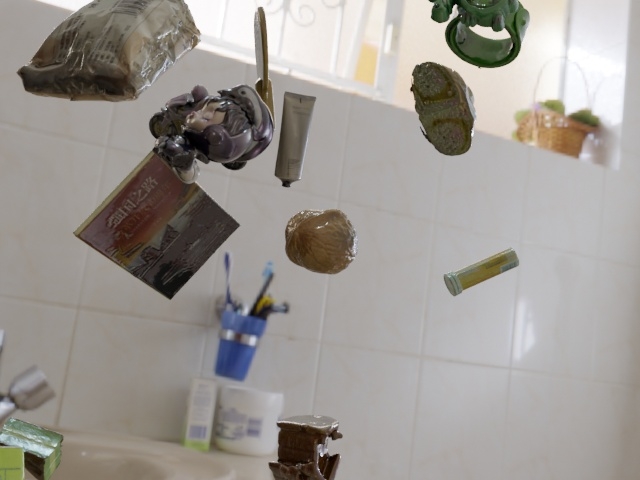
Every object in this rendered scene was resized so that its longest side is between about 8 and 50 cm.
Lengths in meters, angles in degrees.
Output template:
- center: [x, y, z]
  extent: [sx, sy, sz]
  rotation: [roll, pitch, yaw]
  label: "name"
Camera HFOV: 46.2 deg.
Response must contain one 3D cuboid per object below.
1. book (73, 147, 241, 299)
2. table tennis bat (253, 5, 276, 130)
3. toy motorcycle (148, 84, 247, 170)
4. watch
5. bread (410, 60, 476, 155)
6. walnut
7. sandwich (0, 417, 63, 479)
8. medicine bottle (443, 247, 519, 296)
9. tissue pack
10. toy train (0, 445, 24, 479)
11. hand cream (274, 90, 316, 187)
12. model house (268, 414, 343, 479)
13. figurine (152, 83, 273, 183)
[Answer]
- center: [-0.364, -0.028, 1.748]
  extent: [0.028, 0.262, 0.374]
  rotation: [41, -5, 34]
  label: "book"
- center: [-0.144, -0.428, 1.907]
  extent: [0.050, 0.321, 0.198]
  rotation: [-4, 21, -9]
  label: "table tennis bat"
- center: [-0.243, -0.242, 1.549]
  extent: [0.225, 0.152, 0.073]
  rotation: [23, 29, 4]
  label: "toy motorcycle"
- center: [0.269, -0.378, 1.280]
  extent: [0.165, 0.131, 0.152]
  rotation: [11, -26, 21]
  label: "watch"
- center: [0.353, -0.377, 2.046]
  extent: [0.158, 0.156, 0.260]
  rotation: [-7, -50, 36]
  label: "bread"
- center: [0.000, 0.000, 1.105]
  extent: [0.105, 0.105, 0.124]
  rotation: [1, -11, 33]
  label: "walnut"
- center: [-0.576, 0.412, 1.474]
  extent: [0.116, 0.074, 0.074]
  rotation: [18, 31, 4]
  label: "sandwich"
- center: [0.475, 0.091, 2.212]
  extent: [0.218, 0.074, 0.074]
  rotation: [-22, -6, -9]
  label: "medicine bottle"
- center: [-0.540, -0.501, 1.947]
  extent: [0.390, 0.375, 0.195]
  rotation: [11, -41, 25]
  label: "tissue pack"
- center: [-0.604, 0.404, 1.068]
  extent: [0.179, 0.272, 0.442]
  rotation: [-20, -23, 21]
  label: "toy train"
- center: [-0.054, -0.197, 1.482]
  extent: [0.054, 0.186, 0.087]
  rotation: [18, 13, 42]
  label: "hand cream"
- center: [-0.033, 0.598, 2.050]
  extent: [0.199, 0.229, 0.219]
  rotation: [2, -3, 32]
  label: "model house"
- center: [-0.188, -0.191, 1.392]
  extent: [0.145, 0.222, 0.145]
  rotation: [50, -13, 15]
  label: "figurine"
